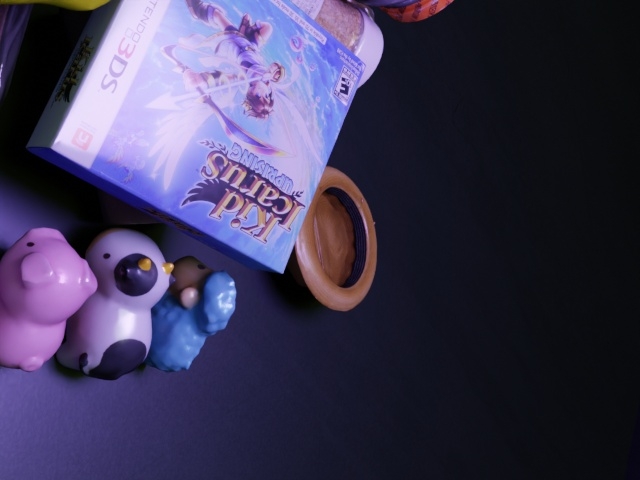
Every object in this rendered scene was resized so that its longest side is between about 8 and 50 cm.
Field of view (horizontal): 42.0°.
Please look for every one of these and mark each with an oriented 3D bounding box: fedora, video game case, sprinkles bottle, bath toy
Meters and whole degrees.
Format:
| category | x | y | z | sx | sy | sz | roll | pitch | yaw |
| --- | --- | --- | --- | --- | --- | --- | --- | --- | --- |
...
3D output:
| category | x | y | z | sx | sy | sz | roll | pitch | yaw |
| --- | --- | --- | --- | --- | --- | --- | --- | --- | --- |
| fedora | 0.000 | 0.000 | 1.109 | 0.194 | 0.079 | 0.194 | 18 | 66 | -48 |
| video game case | -0.100 | -0.131 | 0.791 | 0.269 | 0.061 | 0.244 | 31 | 76 | -38 |
| sprinkles bottle | -0.066 | -0.311 | 1.024 | 0.355 | 0.121 | 0.121 | 31 | 63 | -45 |
| bath toy | -0.242 | 0.056 | 0.768 | 0.348 | 0.129 | 0.151 | 7 | 81 | -50 |

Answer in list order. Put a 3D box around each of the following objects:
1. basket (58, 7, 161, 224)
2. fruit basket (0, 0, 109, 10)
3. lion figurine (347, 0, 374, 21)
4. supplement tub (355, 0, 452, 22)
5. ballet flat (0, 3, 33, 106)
| category | x | y | z | sx | sy | sz | roll | pitch | yaw |
| --- | --- | --- | --- | --- | --- | --- | --- | --- | --- |
| basket | -0.168 | -0.132 | 0.866 | 0.204 | 0.154 | 0.226 | -5 | 94 | -46 |
| fruit basket | -0.288 | -0.273 | 0.553 | 0.392 | 0.283 | 0.392 | 2 | 77 | -8 |
| lion figurine | -0.019 | -0.479 | 1.090 | 0.240 | 0.142 | 0.392 | -17 | 104 | -43 |
| supplement tub | 0.044 | -0.409 | 0.972 | 0.316 | 0.194 | 0.193 | 33 | 61 | -40 |
| ballet flat | -0.301 | -0.231 | 0.756 | 0.095 | 0.096 | 0.280 | 15 | 82 | -6 |
